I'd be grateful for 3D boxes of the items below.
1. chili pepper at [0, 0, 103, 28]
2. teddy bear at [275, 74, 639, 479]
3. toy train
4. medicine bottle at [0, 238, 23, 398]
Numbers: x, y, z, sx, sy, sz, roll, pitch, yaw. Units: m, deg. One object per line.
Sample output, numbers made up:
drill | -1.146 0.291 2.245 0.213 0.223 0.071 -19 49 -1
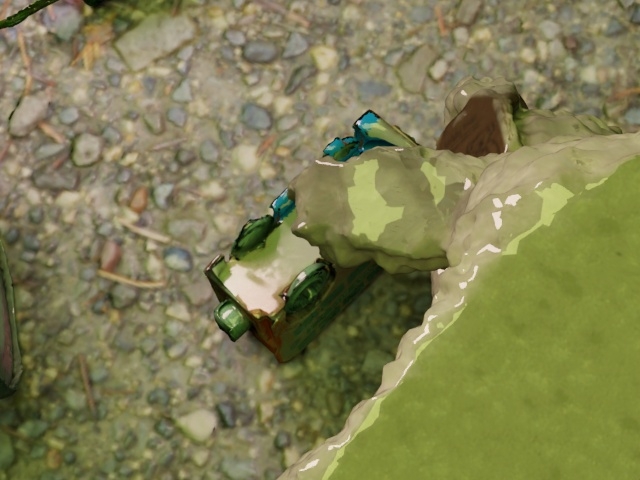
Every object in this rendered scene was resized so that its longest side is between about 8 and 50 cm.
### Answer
chili pepper | -0.140 -0.262 1.171 0.122 0.065 0.279 22 72 18
teddy bear | 0.110 0.067 0.913 0.327 0.362 0.375 33 80 -9
toy train | 0.000 0.000 1.062 0.072 0.099 0.188 42 79 16
medicine bottle | -0.362 0.020 0.988 0.290 0.245 0.245 -15 72 -4
